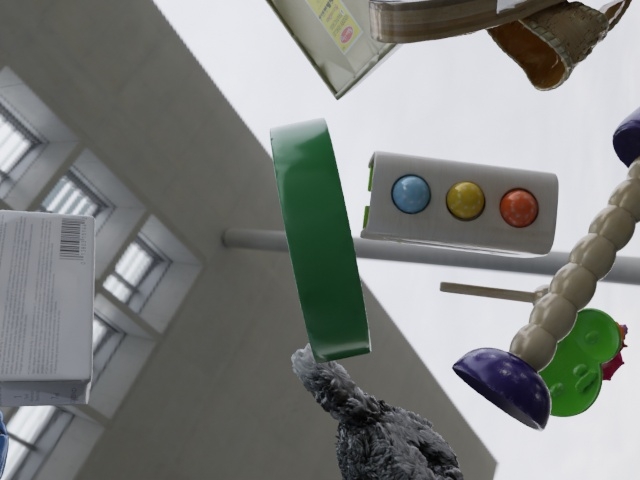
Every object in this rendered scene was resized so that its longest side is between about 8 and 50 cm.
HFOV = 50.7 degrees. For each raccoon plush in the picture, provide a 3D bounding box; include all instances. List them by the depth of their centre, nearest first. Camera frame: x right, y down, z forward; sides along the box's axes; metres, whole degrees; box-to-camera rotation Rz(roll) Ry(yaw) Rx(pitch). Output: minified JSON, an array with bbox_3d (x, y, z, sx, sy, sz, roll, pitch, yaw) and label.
[{"bbox_3d":[0.062,0.444,1.306,0.299,0.446,0.216,-52,-23,21],"label":"raccoon plush"}]

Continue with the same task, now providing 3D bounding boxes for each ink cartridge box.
[{"bbox_3d":[-0.438,0.077,0.897,0.261,0.296,0.066,5,-46,-21],"label":"ink cartridge box"}]

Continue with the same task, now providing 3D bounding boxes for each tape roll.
[{"bbox_3d":[0.000,0.000,0.910,0.321,0.077,0.321,169,90,-89],"label":"tape roll"}]

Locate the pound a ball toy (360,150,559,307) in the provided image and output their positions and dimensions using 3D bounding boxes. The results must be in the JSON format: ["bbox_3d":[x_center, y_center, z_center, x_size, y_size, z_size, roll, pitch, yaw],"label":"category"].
[{"bbox_3d":[0.223,-0.011,1.004,0.136,0.319,0.208,120,158,-83],"label":"pound a ball toy"}]

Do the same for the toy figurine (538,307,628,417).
[{"bbox_3d":[0.373,0.149,0.937,0.159,0.130,0.173,-6,-40,-45],"label":"toy figurine"}]

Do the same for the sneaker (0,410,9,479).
[{"bbox_3d":[-0.338,0.150,0.485,0.209,0.069,0.082,10,-124,-28],"label":"sneaker"}]

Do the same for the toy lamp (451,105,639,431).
[{"bbox_3d":[0.199,-0.001,0.469,0.275,0.080,0.080,-52,-46,-8],"label":"toy lamp"}]

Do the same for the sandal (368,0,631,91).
[{"bbox_3d":[0.139,-0.138,0.454,0.240,0.088,0.079,-18,-60,-22],"label":"sandal"}]

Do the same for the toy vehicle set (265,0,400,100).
[{"bbox_3d":[0.017,-0.258,0.724,0.035,0.267,0.166,-38,-84,-13],"label":"toy vehicle set"}]
